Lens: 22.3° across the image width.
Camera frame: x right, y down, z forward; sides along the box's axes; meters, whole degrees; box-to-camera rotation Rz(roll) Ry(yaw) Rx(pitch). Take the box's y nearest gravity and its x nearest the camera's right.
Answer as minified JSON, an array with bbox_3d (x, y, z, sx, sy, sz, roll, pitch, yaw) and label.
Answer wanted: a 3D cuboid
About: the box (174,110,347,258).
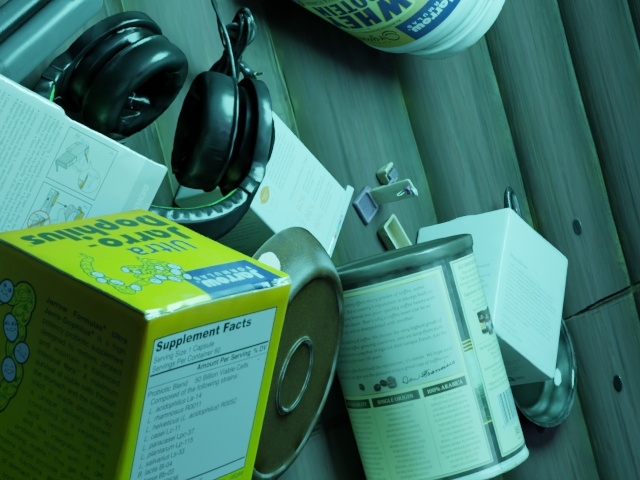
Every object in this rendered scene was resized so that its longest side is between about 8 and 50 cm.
[{"bbox_3d":[-0.065,-0.049,1.862,0.170,0.091,0.130,47,47,-33],"label":"box"}]

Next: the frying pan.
[{"bbox_3d":[0.271,0.109,2.269,0.197,0.053,0.326,-38,107,-50],"label":"frying pan"}]

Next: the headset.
[{"bbox_3d":[-0.160,-0.123,1.703,0.243,0.185,0.394,30,44,1],"label":"headset"}]

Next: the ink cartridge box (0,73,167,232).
[{"bbox_3d":[-0.309,0.009,1.458,0.261,0.066,0.296,29,85,-42],"label":"ink cartridge box"}]

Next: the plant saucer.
[{"bbox_3d":[-0.045,0.140,1.741,0.310,0.050,0.311,15,90,-70],"label":"plant saucer"}]

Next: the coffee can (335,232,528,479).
[{"bbox_3d":[0.118,0.149,1.941,0.201,0.201,0.275,-17,93,-52],"label":"coffee can"}]

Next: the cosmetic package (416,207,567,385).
[{"bbox_3d":[0.216,0.081,2.126,0.151,0.151,0.184,38,53,-39],"label":"cosmetic package"}]

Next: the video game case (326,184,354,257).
[{"bbox_3d":[0.000,0.000,1.935,0.011,0.087,0.122,30,53,-16],"label":"video game case"}]

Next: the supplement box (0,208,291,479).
[{"bbox_3d":[-0.186,0.176,1.439,0.194,0.195,0.357,-12,120,-52],"label":"supplement box"}]

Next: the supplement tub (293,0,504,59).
[{"bbox_3d":[0.071,-0.369,2.022,0.316,0.228,0.228,23,62,-45],"label":"supplement tub"}]

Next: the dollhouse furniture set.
[{"bbox_3d":[0.117,-0.036,2.095,0.114,0.081,0.091,59,41,-21],"label":"dollhouse furniture set"}]

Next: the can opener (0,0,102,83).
[{"bbox_3d":[-0.317,-0.184,1.554,0.280,0.074,0.093,-45,152,-37],"label":"can opener"}]
